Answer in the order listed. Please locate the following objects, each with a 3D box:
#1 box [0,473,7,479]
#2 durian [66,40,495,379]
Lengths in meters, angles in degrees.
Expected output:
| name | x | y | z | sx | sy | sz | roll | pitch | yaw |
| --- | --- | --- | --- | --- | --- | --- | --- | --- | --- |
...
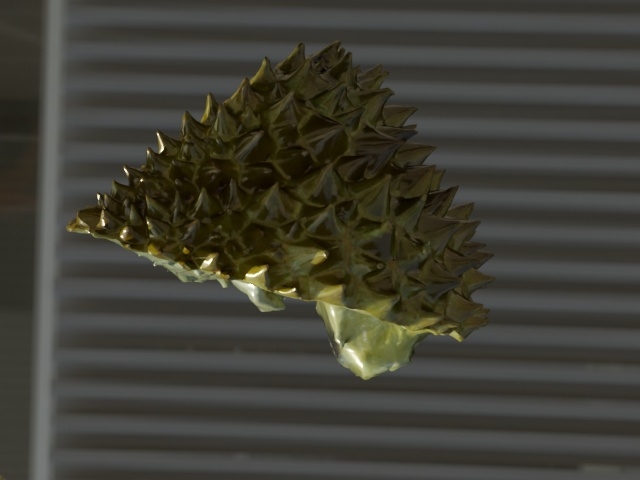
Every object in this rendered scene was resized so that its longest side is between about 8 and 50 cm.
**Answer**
| name | x | y | z | sx | sy | sz | roll | pitch | yaw |
| --- | --- | --- | --- | --- | --- | --- | --- | --- | --- |
| box | -0.142 | 0.099 | 0.590 | 0.098 | 0.045 | 0.062 | -26 | -158 | 45 |
| durian | 0.000 | 0.000 | 1.030 | 0.166 | 0.172 | 0.306 | -32 | 175 | 8 |
